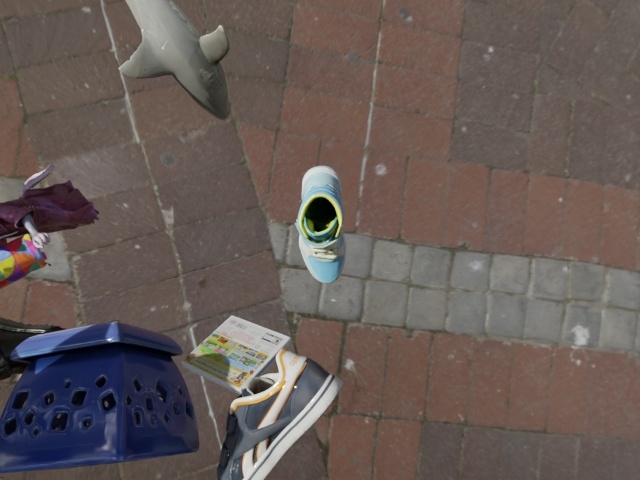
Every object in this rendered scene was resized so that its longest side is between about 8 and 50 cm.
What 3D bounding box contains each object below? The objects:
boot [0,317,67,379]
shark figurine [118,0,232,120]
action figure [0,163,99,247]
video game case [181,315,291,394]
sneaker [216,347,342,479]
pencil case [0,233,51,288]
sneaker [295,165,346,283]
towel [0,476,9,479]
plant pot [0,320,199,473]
[{"bbox_3d":[-0.785,0.325,1.409,0.348,0.260,0.131,9,117,6],"label":"boot"},{"bbox_3d":[-0.218,-0.256,0.695,0.116,0.166,0.278,-46,101,-16],"label":"shark figurine"},{"bbox_3d":[-0.773,-0.074,1.476,0.248,0.370,0.275,-27,89,28],"label":"action figure"},{"bbox_3d":[-0.225,0.301,1.526,0.206,0.227,0.026,-43,133,-38],"label":"video game case"},{"bbox_3d":[-0.105,0.317,0.964,0.127,0.126,0.321,38,102,3],"label":"sneaker"},{"bbox_3d":[-0.801,0.078,1.408,0.236,0.104,0.104,-32,94,-28],"label":"pencil case"},{"bbox_3d":[0.000,0.000,1.376,0.127,0.208,0.319,-4,116,4],"label":"sneaker"},{"bbox_3d":[-0.269,0.206,0.314,0.282,0.049,0.187,-7,114,11],"label":"towel"},{"bbox_3d":[-0.359,0.259,0.940,0.236,0.236,0.212,-12,70,13],"label":"plant pot"}]
